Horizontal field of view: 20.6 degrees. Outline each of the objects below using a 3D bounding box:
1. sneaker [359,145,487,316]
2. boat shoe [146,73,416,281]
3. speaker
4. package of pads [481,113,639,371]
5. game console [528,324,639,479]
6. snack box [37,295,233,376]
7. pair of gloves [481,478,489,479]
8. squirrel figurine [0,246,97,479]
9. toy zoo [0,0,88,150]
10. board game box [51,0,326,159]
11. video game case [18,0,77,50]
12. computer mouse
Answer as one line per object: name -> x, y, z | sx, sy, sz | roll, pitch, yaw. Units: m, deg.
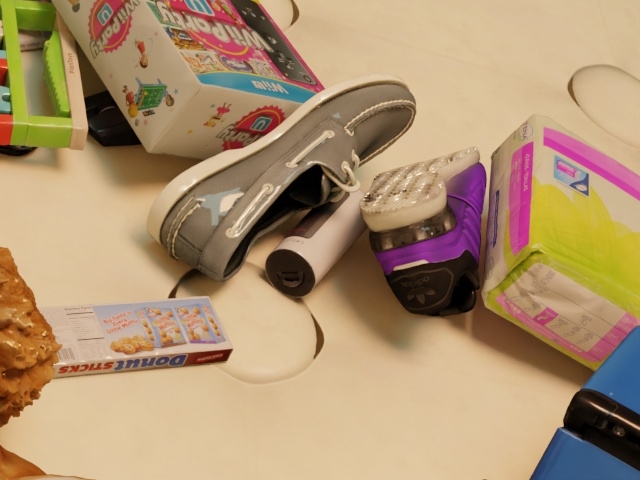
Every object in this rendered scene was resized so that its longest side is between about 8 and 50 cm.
sneaker -> 0.112, 0.001, 1.738 | 0.293, 0.102, 0.146 | -42, 115, -69
boat shoe -> -0.014, -0.057, 1.683 | 0.319, 0.116, 0.099 | -30, 58, -31
speaker -> 0.000, 0.000, 1.700 | 0.055, 0.055, 0.136 | 35, 41, 7
package of pads -> 0.303, 0.034, 1.767 | 0.296, 0.101, 0.229 | 30, 39, -17
game console -> 0.335, 0.246, 1.520 | 0.293, 0.173, 0.250 | 30, 36, 18
snack box -> -0.167, 0.083, 1.539 | 0.178, 0.022, 0.064 | -3, 48, -32
pair of gloves -> 0.174, 0.253, 1.568 | 0.083, 0.010, 0.074 | 26, 40, -5
squirrel figurine -> -0.312, 0.102, 1.253 | 0.370, 0.281, 0.397 | 35, 42, -3
toy zoo -> -0.374, -0.166, 1.653 | 0.293, 0.030, 0.192 | 2, 45, -18
board game box -> -0.143, -0.211, 1.758 | 0.224, 0.097, 0.303 | 6, 43, -53
video game case -> -0.308, -0.257, 1.820 | 0.143, 0.019, 0.157 | -13, 54, -40
computer mouse -> -0.239, -0.122, 1.700 | 0.242, 0.041, 0.071 | -9, 53, -36
